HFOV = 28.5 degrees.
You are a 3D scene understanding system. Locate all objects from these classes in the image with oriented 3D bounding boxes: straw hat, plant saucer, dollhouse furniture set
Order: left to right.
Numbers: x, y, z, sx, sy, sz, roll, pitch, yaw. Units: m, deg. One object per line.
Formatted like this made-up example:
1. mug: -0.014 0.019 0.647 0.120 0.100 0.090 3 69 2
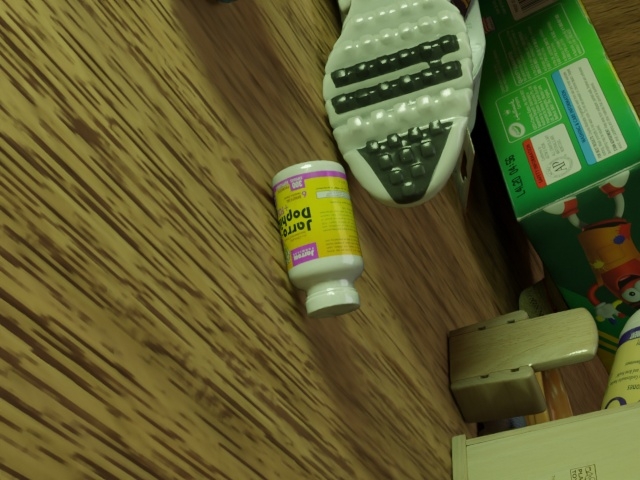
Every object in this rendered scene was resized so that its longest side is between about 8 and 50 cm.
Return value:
1. straw hat: 0.269 0.082 1.499 0.144 0.061 0.144 57 14 -23
2. plant saucer: 0.246 0.206 1.355 0.200 0.037 0.200 -16 90 -74
3. dollhouse furniture set: 0.247 0.250 1.033 0.286 0.198 0.303 -85 155 -50

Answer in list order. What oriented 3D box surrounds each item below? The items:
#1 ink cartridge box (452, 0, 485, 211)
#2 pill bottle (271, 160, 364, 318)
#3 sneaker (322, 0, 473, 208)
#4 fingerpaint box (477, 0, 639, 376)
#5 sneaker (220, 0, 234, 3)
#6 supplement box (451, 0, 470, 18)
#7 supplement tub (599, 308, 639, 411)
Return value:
1. ink cartridge box: 0.148 -0.139 1.258 0.145 0.045 0.179 84 -5 -68
2. pill bottle: 0.000 0.000 0.713 0.043 0.043 0.083 29 47 -68
3. sneaker: 0.058 -0.142 0.947 0.118 0.110 0.292 66 17 -57
4. fingerpaint box: 0.324 -0.076 1.514 0.371 0.163 0.445 53 19 -38
5. sneaker: -0.046 -0.160 0.694 0.144 0.053 0.059 -63 138 -65
6. supplement box: 0.119 -0.317 1.180 0.188 0.080 0.104 -69 158 -5
7. supplement tub: 0.376 0.248 1.232 0.241 0.241 0.331 51 54 -54
